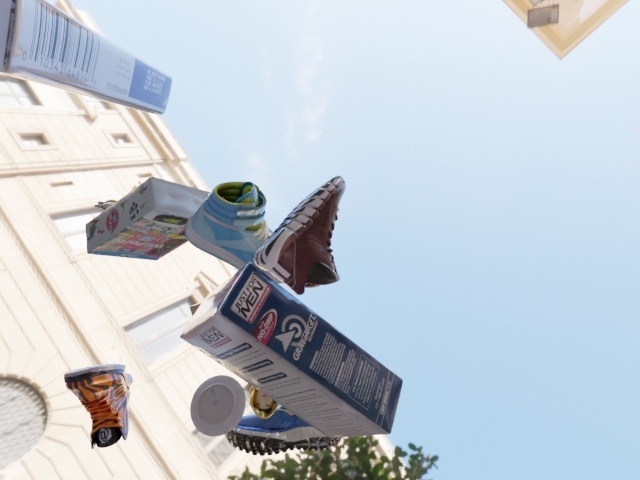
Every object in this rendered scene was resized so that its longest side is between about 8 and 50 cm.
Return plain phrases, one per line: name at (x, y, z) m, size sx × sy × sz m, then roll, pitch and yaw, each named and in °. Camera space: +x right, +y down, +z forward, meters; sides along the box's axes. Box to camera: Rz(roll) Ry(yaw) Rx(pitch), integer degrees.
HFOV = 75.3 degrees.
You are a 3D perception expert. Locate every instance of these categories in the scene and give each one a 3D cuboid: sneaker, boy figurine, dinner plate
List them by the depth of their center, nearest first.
sneaker at (0.000, 0.000, 0.852) m, size 0.162 × 0.281 × 0.106 m, roll 47°, pitch -33°, yaw -11°
dinner plate at (-0.251, 0.397, 1.005) m, size 0.141 × 0.141 × 0.017 m, roll 23°, pitch -25°, yaw 20°
sneaker at (-0.149, -0.024, 1.011) m, size 0.319 × 0.127 × 0.208 m, roll 25°, pitch -55°, yaw -21°
sneaker at (-0.537, 0.418, 1.038) m, size 0.124 × 0.321 × 0.180 m, roll -9°, pitch -115°, yaw -9°
boy figurine at (-0.137, 0.326, 1.098) m, size 0.177 × 0.092 × 0.285 m, roll 18°, pitch -96°, yaw -15°
sneaker at (-0.109, 0.510, 1.172) m, size 0.330 × 0.147 × 0.130 m, roll 3°, pitch -48°, yaw -10°

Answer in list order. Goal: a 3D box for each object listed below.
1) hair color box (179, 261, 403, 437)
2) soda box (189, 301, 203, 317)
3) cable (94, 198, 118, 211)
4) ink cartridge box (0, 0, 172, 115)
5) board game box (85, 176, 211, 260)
hair color box at (-0.045, 0.202, 0.710) m, size 0.347 × 0.105 × 0.174 m, roll 40°, pitch -42°, yaw -16°
soda box at (-0.374, 0.232, 1.409) m, size 0.181 × 0.058 × 0.061 m, roll -21°, pitch -93°, yaw 46°
cable at (-0.554, -0.084, 1.317) m, size 0.139 × 0.287 × 0.072 m, roll -122°, pitch -145°, yaw -45°
ink cartridge box at (-0.365, -0.218, 0.419) m, size 0.330 × 0.324 × 0.071 m, roll 17°, pitch -79°, yaw -6°
board game box at (-0.461, -0.048, 1.149) m, size 0.303 × 0.224 × 0.097 m, roll -25°, pitch -110°, yaw 29°
